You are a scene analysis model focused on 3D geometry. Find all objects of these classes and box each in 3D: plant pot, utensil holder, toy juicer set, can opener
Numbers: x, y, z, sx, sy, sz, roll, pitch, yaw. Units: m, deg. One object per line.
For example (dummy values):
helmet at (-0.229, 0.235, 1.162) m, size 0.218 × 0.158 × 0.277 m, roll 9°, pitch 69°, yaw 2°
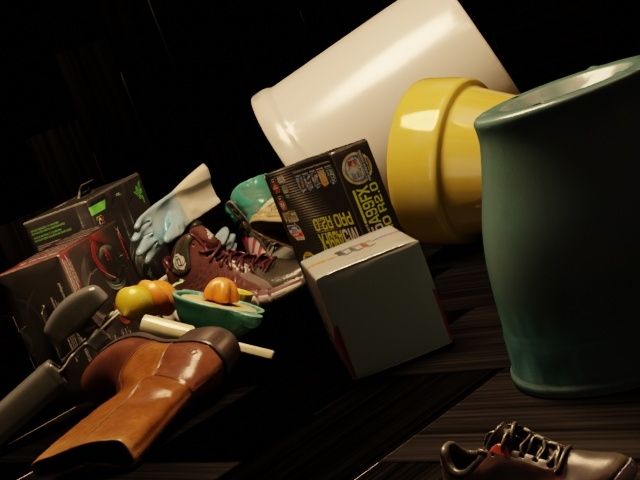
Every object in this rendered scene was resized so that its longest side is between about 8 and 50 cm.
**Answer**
plant pot at (0.267, -0.026, 1.191) m, size 0.271 × 0.255 × 0.271 m, roll -20°, pitch 9°, yaw 3°
utensil holder at (0.128, -0.223, 2.220) m, size 0.385 × 0.328 × 0.327 m, roll -34°, pitch 6°, yaw 9°
plant pot at (0.259, -0.117, 1.895) m, size 0.239 × 0.254 × 0.254 m, roll 3°, pitch 20°, yaw 33°
toy juicer set at (-0.182, 0.089, 1.818) m, size 0.209 × 0.090 × 0.329 m, roll 12°, pitch 4°, yaw -12°
can opener at (-0.385, 0.182, 1.765) m, size 0.280 × 0.093 × 0.074 m, roll -46°, pitch 4°, yaw -7°

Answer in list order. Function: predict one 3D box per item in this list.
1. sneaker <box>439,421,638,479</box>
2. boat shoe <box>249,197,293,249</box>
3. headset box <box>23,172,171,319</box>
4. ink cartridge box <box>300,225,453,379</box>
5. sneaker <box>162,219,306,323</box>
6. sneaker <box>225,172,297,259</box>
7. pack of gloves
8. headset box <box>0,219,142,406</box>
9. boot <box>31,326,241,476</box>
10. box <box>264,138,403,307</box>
sneaker at (0.149, 0.163, 0.925) m, size 0.158 × 0.065 × 0.061 m, roll -15°, pitch 10°, yaw 36°
boat shoe at (0.000, 0.000, 2.041) m, size 0.089 × 0.105 × 0.285 m, roll -37°, pitch 35°, yaw -23°
headset box at (-0.371, 0.034, 2.247) m, size 0.131 × 0.283 × 0.246 m, roll -19°, pitch 8°, yaw 17°
ink cartridge box at (0.063, 0.069, 1.511) m, size 0.127 × 0.128 × 0.176 m, roll -22°, pitch 8°, yaw -3°
sneaker at (-0.147, 0.033, 2.112) m, size 0.281 × 0.163 × 0.106 m, roll -17°, pitch 9°, yaw 23°
sneaker at (-0.086, -0.030, 2.313) m, size 0.123 × 0.178 × 0.295 m, roll -23°, pitch 9°, yaw -15°
pack of gloves at (-0.224, 0.006, 2.244) m, size 0.046 × 0.195 × 0.232 m, roll -2°, pitch 31°, yaw 40°
headset box at (-0.369, 0.111, 1.978) m, size 0.110 × 0.218 × 0.293 m, roll -19°, pitch 8°, yaw 13°
boot at (-0.260, 0.220, 1.597) m, size 0.264 × 0.096 × 0.280 m, roll -7°, pitch 22°, yaw 30°
box at (0.027, -0.016, 1.777) m, size 0.060 × 0.216 × 0.270 m, roll -23°, pitch 5°, yaw -21°
